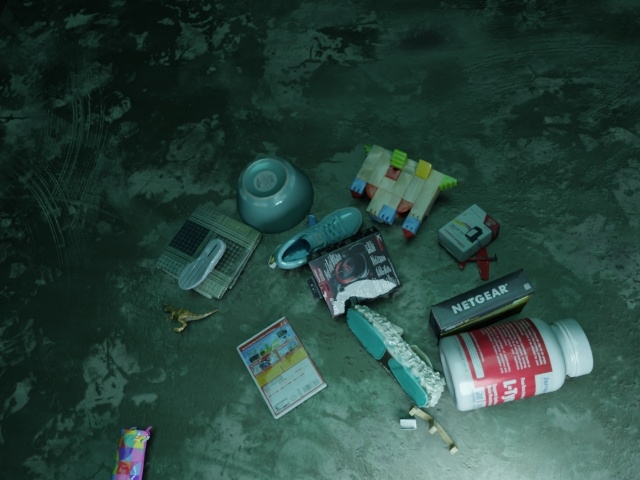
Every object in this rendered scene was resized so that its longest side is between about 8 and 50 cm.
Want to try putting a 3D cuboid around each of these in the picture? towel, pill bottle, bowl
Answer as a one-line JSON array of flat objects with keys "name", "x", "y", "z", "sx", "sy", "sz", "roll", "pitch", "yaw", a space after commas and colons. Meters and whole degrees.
[{"name": "towel", "x": -0.423, "y": 0.042, "z": 2.060, "sx": 0.324, "sy": 0.056, "sz": 0.312, "roll": 25, "pitch": 70, "yaw": 21}, {"name": "pill bottle", "x": 0.586, "y": 0.365, "z": 1.642, "sx": 0.407, "sy": 0.229, "sz": 0.229, "roll": -14, "pitch": 65, "yaw": 3}, {"name": "bowl", "x": -0.192, "y": -0.201, "z": 2.057, "sx": 0.311, "sy": 0.163, "sz": 0.311, "roll": -4, "pitch": 65, "yaw": 8}]

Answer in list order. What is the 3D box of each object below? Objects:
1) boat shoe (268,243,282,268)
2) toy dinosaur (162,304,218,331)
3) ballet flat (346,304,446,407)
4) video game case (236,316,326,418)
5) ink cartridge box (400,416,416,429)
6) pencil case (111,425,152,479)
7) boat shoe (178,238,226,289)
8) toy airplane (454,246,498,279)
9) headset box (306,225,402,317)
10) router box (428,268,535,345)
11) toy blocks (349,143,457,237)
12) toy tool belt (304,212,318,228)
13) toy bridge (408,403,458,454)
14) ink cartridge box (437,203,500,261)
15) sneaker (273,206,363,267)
[{"name": "boat shoe", "x": -0.166, "y": 0.055, "z": 2.010, "sx": 0.035, "sy": 0.035, "sz": 0.100, "roll": 24, "pitch": 73, "yaw": 18}, {"name": "toy dinosaur", "x": -0.492, "y": 0.277, "z": 1.954, "sx": 0.211, "sy": 0.064, "sz": 0.112, "roll": 9, "pitch": 67, "yaw": 13}, {"name": "ballet flat", "x": 0.250, "y": 0.361, "z": 1.767, "sx": 0.147, "sy": 0.147, "sz": 0.409, "roll": -38, "pitch": 72, "yaw": -7}, {"name": "video game case", "x": -0.137, "y": 0.432, "z": 1.848, "sx": 0.204, "sy": 0.025, "sz": 0.285, "roll": -32, "pitch": 66, "yaw": -5}, {"name": "ink cartridge box", "x": 0.275, "y": 0.571, "z": 1.683, "sx": 0.048, "sy": 0.083, "sz": 0.028, "roll": -3, "pitch": 79, "yaw": 8}, {"name": "pencil case", "x": -0.625, "y": 0.730, "z": 1.763, "sx": 0.104, "sy": 0.104, "sz": 0.236, "roll": 1, "pitch": 68, "yaw": 10}, {"name": "boat shoe", "x": -0.420, "y": 0.092, "z": 1.963, "sx": 0.226, "sy": 0.076, "sz": 0.083, "roll": -46, "pitch": 76, "yaw": 2}, {"name": "toy airplane", "x": 0.546, "y": 0.064, "z": 1.889, "sx": 0.151, "sy": 0.028, "sz": 0.151, "roll": -4, "pitch": 65, "yaw": 8}, {"name": "headset box", "x": 0.099, "y": 0.111, "z": 1.845, "sx": 0.293, "sy": 0.110, "sz": 0.218, "roll": -25, "pitch": 102, "yaw": -1}, {"name": "router box", "x": 0.502, "y": 0.219, "z": 1.713, "sx": 0.309, "sy": 0.243, "sz": 0.081, "roll": -23, "pitch": 65, "yaw": 0}, {"name": "toy blocks", "x": 0.267, "y": -0.172, "z": 1.976, "sx": 0.381, "sy": 0.191, "sz": 0.261, "roll": 27, "pitch": 85, "yaw": 19}, {"name": "toy tool belt", "x": -0.035, "y": -0.074, "z": 2.035, "sx": 0.052, "sy": 0.051, "sz": 0.083, "roll": -12, "pitch": 65, "yaw": 4}, {"name": "toy bridge", "x": 0.350, "y": 0.578, "z": 1.676, "sx": 0.188, "sy": 0.063, "sz": 0.026, "roll": 43, "pitch": 103, "yaw": 8}, {"name": "ink cartridge box", "x": 0.519, "y": -0.026, "z": 1.891, "sx": 0.175, "sy": 0.072, "sz": 0.127, "roll": -35, "pitch": 59, "yaw": -13}, {"name": "sneaker", "x": 0.000, "y": 0.000, "z": 1.926, "sx": 0.366, "sy": 0.150, "sz": 0.135, "roll": -34, "pitch": 93, "yaw": -1}]
